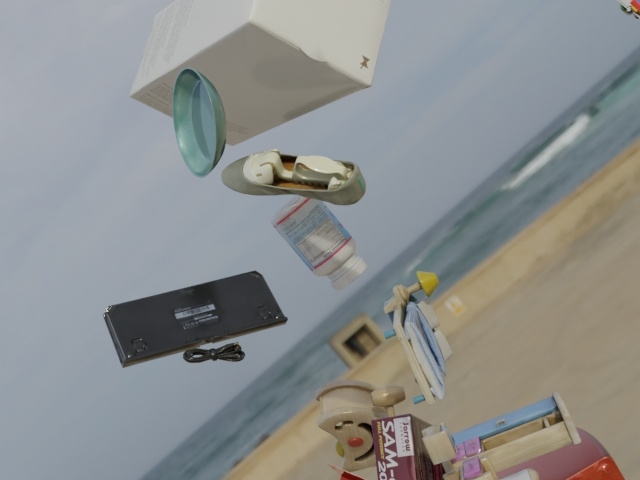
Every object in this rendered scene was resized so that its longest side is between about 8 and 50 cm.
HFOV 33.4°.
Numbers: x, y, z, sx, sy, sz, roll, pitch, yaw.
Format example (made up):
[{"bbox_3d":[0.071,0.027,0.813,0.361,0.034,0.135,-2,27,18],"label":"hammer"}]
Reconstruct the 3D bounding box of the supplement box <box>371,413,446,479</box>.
[{"bbox_3d":[0.160,0.377,1.809,0.073,0.130,0.239,-12,-21,17],"label":"supplement box"}]

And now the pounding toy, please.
[{"bbox_3d":[0.070,0.365,2.009,0.269,0.154,0.155,96,172,-47],"label":"pounding toy"}]

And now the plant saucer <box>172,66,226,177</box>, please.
[{"bbox_3d":[-0.128,-0.128,1.154,0.021,0.119,0.119,-10,-19,-27],"label":"plant saucer"}]

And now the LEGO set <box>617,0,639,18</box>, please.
[{"bbox_3d":[0.508,-0.399,1.746,0.060,0.244,0.182,-50,8,23],"label":"LEGO set"}]

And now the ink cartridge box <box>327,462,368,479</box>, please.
[{"bbox_3d":[0.105,0.355,1.329,0.066,0.189,0.232,-67,-22,-11],"label":"ink cartridge box"}]

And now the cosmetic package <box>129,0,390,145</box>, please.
[{"bbox_3d":[-0.093,-0.268,1.489,0.365,0.197,0.155,-15,56,53],"label":"cosmetic package"}]

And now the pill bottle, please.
[{"bbox_3d":[0.000,0.000,1.712,0.087,0.160,0.087,-39,7,5],"label":"pill bottle"}]

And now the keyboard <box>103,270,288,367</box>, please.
[{"bbox_3d":[-0.126,0.092,1.118,0.180,0.108,0.023,-14,-42,-21],"label":"keyboard"}]

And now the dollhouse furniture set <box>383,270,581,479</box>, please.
[{"bbox_3d":[0.225,0.188,1.551,0.198,0.303,0.286,-24,4,7],"label":"dollhouse furniture set"}]

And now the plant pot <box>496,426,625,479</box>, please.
[{"bbox_3d":[0.502,0.544,2.104,0.267,0.267,0.236,-27,-6,-10],"label":"plant pot"}]

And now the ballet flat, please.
[{"bbox_3d":[-0.041,-0.097,1.462,0.068,0.213,0.072,72,-148,-55],"label":"ballet flat"}]
